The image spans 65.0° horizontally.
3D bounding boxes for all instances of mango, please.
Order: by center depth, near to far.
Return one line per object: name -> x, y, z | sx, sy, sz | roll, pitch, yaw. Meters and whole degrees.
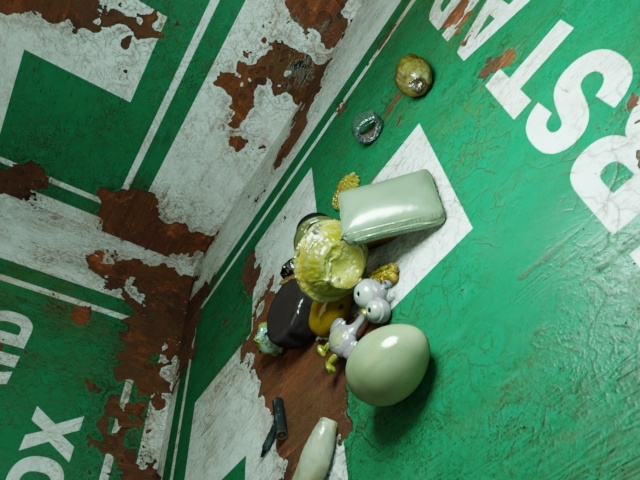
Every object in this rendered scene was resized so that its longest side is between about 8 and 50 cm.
mango -> 0.049, 0.208, 1.802 | 0.295, 0.120, 0.177 | -65, 18, -14

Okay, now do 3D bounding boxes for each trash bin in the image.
trash bin -> 0.000, 0.000, 1.961 | 0.214, 0.214, 0.334 | -62, 8, 9

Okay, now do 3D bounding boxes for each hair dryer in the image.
hair dryer -> -0.186, 0.720, 1.902 | 0.195, 0.050, 0.173 | -60, 20, 21

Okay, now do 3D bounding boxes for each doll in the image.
doll -> 0.119, 0.264, 1.618 | 0.365, 0.094, 0.160 | -58, 37, 23

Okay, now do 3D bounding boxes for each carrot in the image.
carrot -> -0.077, 0.145, 2.078 | 0.224, 0.057, 0.057 | -23, 37, 12

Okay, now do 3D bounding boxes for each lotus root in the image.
lotus root -> 0.357, -0.651, 1.974 | 0.260, 0.128, 0.145 | -99, 30, -55

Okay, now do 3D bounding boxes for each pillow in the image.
pillow -> 0.216, -0.109, 1.603 | 0.322, 0.120, 0.255 | -14, 40, 11

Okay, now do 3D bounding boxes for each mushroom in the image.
mushroom -> -0.039, 0.711, 1.530 | 0.123, 0.095, 0.351 | 165, 130, -83

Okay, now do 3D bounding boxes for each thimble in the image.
thimble -> 0.200, -0.486, 2.164 | 0.135, 0.118, 0.090 | -38, 37, 19

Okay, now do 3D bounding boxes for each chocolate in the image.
chocolate -> -0.083, 0.155, 2.164 | 0.156, 0.156, 0.133 | -55, 53, 23

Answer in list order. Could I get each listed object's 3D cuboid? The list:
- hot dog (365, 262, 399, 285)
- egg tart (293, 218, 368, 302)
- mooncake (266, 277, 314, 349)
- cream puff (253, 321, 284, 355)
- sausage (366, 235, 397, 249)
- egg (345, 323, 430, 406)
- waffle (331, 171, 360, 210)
hot dog -> 0.201, 0.122, 1.648 | 0.165, 0.045, 0.071 | -33, 37, 55
egg tart -> 0.048, 0.070, 1.648 | 0.115, 0.290, 0.290 | 6, 73, 61
mooncake -> -0.097, 0.294, 1.996 | 0.283, 0.141, 0.283 | -41, 33, 35
cream puff -> -0.203, 0.410, 2.144 | 0.156, 0.121, 0.156 | -27, 36, 22
sausage -> 0.181, -0.024, 1.768 | 0.274, 0.105, 0.105 | -27, 44, 56
egg -> 0.178, 0.322, 1.318 | 0.253, 0.188, 0.188 | -49, 27, 21
waffle -> 0.108, -0.211, 2.189 | 0.191, 0.038, 0.191 | -48, 28, 36
